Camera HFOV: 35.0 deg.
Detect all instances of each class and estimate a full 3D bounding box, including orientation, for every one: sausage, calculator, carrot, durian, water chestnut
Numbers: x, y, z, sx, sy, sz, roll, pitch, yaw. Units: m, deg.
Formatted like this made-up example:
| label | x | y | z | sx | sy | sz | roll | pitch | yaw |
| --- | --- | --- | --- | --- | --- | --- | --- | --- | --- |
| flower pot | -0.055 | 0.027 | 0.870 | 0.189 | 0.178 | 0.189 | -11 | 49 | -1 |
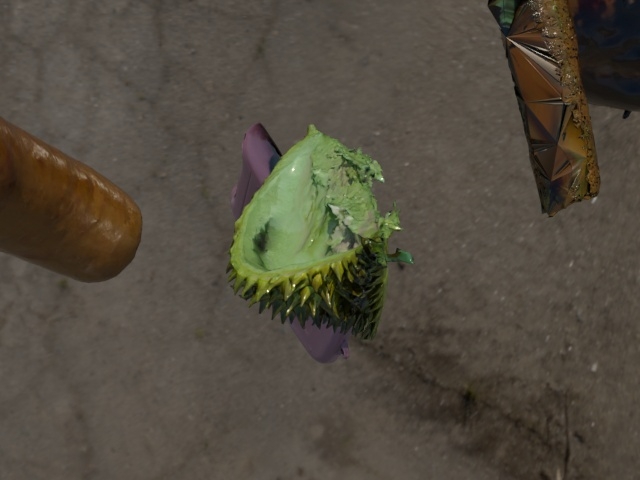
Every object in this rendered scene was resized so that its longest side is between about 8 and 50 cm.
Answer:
| label | x | y | z | sx | sy | sz | roll | pitch | yaw |
| --- | --- | --- | --- | --- | --- | --- | --- | --- | --- |
| sausage | -0.243 | -0.040 | 0.783 | 0.109 | 0.270 | 0.108 | -5 | 75 | 19 |
| calculator | -0.038 | 0.016 | 1.218 | 0.294 | 0.043 | 0.194 | 62 | 156 | 22 |
| carrot | 0.195 | -0.136 | 0.876 | 0.069 | 0.069 | 0.228 | -12 | 94 | 23 |
| durian | 0.000 | 0.000 | 0.568 | 0.086 | 0.215 | 0.100 | 14 | 110 | -19 |
| water chestnut | 0.387 | -0.327 | 1.239 | 0.335 | 0.347 | 0.335 | 4 | 122 | 6 |
